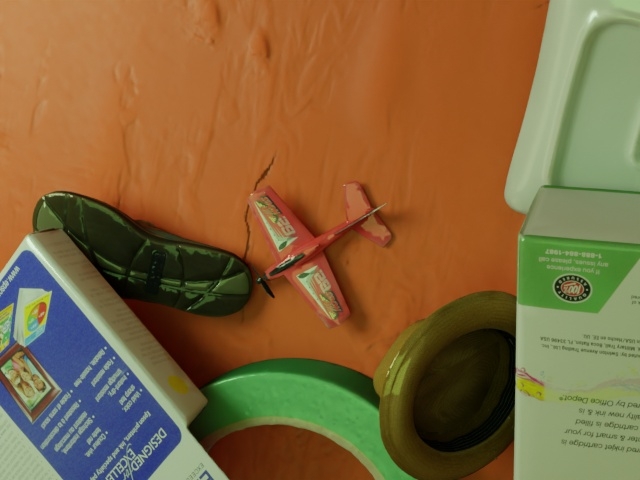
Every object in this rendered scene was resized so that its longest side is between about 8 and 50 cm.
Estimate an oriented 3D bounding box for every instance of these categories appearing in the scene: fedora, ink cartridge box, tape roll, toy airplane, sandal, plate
[{"bbox_3d":[0.113,0.123,1.497,0.079,0.194,0.194,23,105,48],"label":"fedora"},{"bbox_3d":[0.274,0.106,1.421,0.201,0.117,0.278,5,116,15],"label":"ink cartridge box"},{"bbox_3d":[-0.243,0.199,1.570,0.307,0.072,0.303,48,118,14],"label":"ink cartridge box"},{"bbox_3d":[-0.028,0.274,1.579,0.321,0.077,0.321,2,97,15],"label":"tape roll"},{"bbox_3d":[0.000,0.000,1.561,0.151,0.028,0.151,2,100,12],"label":"toy airplane"},{"bbox_3d":[-0.169,0.011,1.595,0.219,0.060,0.090,15,107,-2],"label":"sandal"},{"bbox_3d":[0.306,-0.091,1.404,0.277,0.045,0.278,17,128,11],"label":"plate"}]
